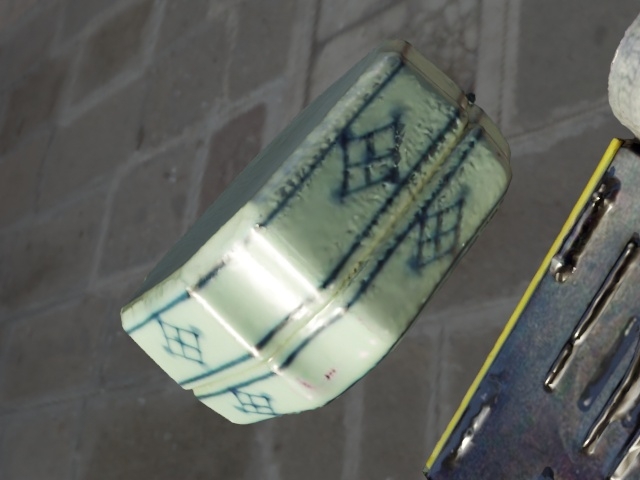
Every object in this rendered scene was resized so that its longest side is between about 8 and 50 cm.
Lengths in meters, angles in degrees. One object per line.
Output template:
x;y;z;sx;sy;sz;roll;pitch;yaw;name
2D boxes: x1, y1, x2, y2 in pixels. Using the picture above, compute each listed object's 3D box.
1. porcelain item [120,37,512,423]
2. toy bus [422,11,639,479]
0.000;0.000;0.865;0.286;0.157;0.281;-51;9;-28;porcelain item
0.139;0.068;0.393;0.145;0.151;0.331;47;119;42;toy bus
